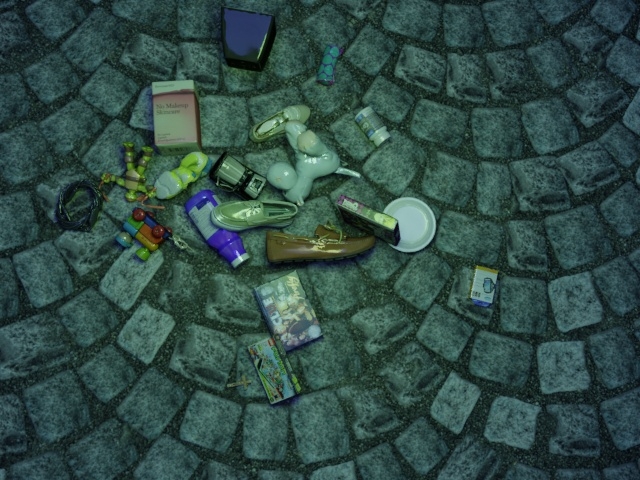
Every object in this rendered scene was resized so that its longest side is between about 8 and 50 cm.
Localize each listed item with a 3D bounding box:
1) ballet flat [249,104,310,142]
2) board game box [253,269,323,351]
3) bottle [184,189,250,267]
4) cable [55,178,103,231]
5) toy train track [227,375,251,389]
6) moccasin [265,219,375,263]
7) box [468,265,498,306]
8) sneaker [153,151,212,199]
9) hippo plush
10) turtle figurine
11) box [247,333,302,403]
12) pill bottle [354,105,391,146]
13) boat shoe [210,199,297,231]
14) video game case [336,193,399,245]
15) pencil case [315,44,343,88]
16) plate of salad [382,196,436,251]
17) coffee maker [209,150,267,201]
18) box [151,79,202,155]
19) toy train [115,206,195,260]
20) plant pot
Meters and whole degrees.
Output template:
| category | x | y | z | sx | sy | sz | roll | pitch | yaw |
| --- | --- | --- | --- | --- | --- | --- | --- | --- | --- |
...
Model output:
| category | x | y | z | sx | sy | sz | roll | pitch | yaw |
| --- | --- | --- | --- | --- | --- | --- | --- | --- | --- |
| ballet flat | -0.144 | -0.429 | 1.985 | 0.248 | 0.086 | 0.086 | -31 | 84 | -9 |
| board game box | -0.111 | 0.245 | 1.888 | 0.165 | 0.042 | 0.243 | -23 | 82 | -7 |
| bottle | -0.347 | -0.037 | 1.888 | 0.118 | 0.092 | 0.283 | -38 | 84 | 20 |
| cable | -0.834 | -0.125 | 1.899 | 0.150 | 0.047 | 0.185 | 13 | 89 | 6 |
| toy train track | -0.273 | 0.481 | 1.851 | 0.083 | 0.014 | 0.048 | -11 | 88 | 0 |
| moccasin | 0.000 | 0.000 | 1.901 | 0.380 | 0.139 | 0.147 | -3 | 89 | 5 |
| box | 0.580 | 0.165 | 1.960 | 0.081 | 0.028 | 0.136 | 15 | 82 | -1 |
| sneaker | -0.471 | -0.220 | 1.928 | 0.240 | 0.126 | 0.091 | -31 | 81 | 22 |
| hippo plush | -0.071 | -0.259 | 1.928 | 0.236 | 0.234 | 0.294 | -49 | 129 | 7 |
| turtle figurine | -0.634 | -0.220 | 1.903 | 0.269 | 0.087 | 0.217 | 18 | 102 | 16 |
| box | -0.153 | 0.427 | 1.831 | 0.114 | 0.036 | 0.207 | -28 | 82 | 23 |
| pill bottle | 0.193 | -0.414 | 2.007 | 0.078 | 0.078 | 0.137 | -35 | 84 | -9 |
| boat shoe | -0.221 | -0.099 | 1.861 | 0.302 | 0.094 | 0.109 | -4 | 65 | -30 |
| video game case | 0.166 | -0.065 | 1.845 | 0.210 | 0.232 | 0.042 | 26 | 82 | 15 |
| pencil case | 0.033 | -0.650 | 2.045 | 0.070 | 0.064 | 0.152 | 11 | 79 | 14 |
| plate of salad | 0.313 | -0.056 | 1.967 | 0.199 | 0.048 | 0.200 | 0 | 82 | 0 |
| coffee maker | -0.286 | -0.222 | 1.916 | 0.178 | 0.171 | 0.120 | 34 | 100 | -19 |
| box | -0.505 | -0.430 | 1.936 | 0.148 | 0.127 | 0.232 | -5 | 81 | -5 |
| toy train | -0.569 | 0.012 | 1.873 | 0.248 | 0.105 | 0.143 | 40 | 90 | 3 |
| plant pot | -0.267 | -0.716 | 1.986 | 0.187 | 0.188 | 0.167 | 9 | 93 | -3 |
